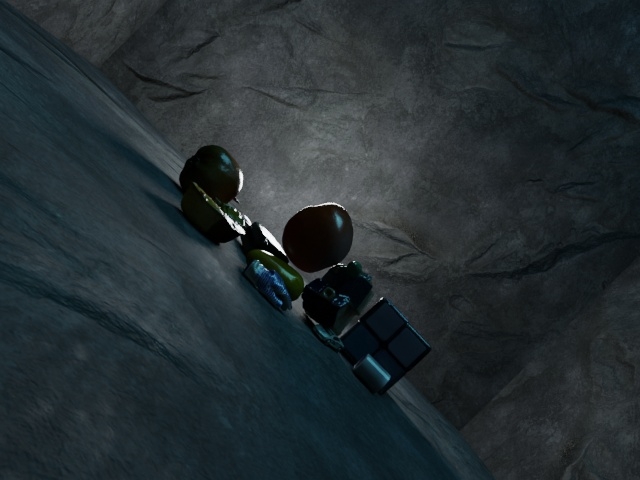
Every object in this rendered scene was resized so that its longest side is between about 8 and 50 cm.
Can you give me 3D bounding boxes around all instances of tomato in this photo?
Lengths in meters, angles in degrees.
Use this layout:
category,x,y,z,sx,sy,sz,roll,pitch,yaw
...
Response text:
category,x,y,z,sx,sy,sz,roll,pitch,yaw
tomato,0.000,0.000,2.271,0.273,0.341,0.341,65,9,26

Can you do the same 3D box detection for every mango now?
category,x,y,z,sx,sy,sz,roll,pitch,yaw
mango,-0.179,0.132,1.945,0.262,0.130,0.167,40,5,-1

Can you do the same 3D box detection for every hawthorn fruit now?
category,x,y,z,sx,sy,sz,roll,pitch,yaw
hawthorn fruit,-0.478,-0.267,2.273,0.301,0.268,0.268,52,-3,-30

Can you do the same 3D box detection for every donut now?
category,x,y,z,sx,sy,sz,roll,pitch,yaw
donut,-0.387,-0.067,1.821,0.295,0.112,0.151,44,4,-36

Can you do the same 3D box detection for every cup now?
category,x,y,z,sx,sy,sz,roll,pitch,yaw
cup,0.200,0.557,2.071,0.133,0.136,0.099,45,34,3

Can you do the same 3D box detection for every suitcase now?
category,x,y,z,sx,sy,sz,roll,pitch,yaw
suitcase,-0.263,0.041,2.319,0.202,0.128,0.312,48,2,-24

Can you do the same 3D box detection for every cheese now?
category,x,y,z,sx,sy,sz,roll,pitch,yaw
cheese,-0.442,-0.114,2.462,0.286,0.074,0.189,35,-22,-11

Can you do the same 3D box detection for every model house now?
category,x,y,z,sx,sy,sz,roll,pitch,yaw
model house,0.071,0.223,2.176,0.243,0.298,0.284,33,-13,19

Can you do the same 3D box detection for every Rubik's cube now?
category,x,y,z,sx,sy,sz,roll,pitch,yaw
Rubik's cube,0.296,0.484,2.329,0.313,0.318,0.316,47,1,14

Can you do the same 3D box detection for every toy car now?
category,x,y,z,sx,sy,sz,roll,pitch,yaw
toy car,0.035,0.401,2.089,0.095,0.056,0.205,46,-1,37

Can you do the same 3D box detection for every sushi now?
category,x,y,z,sx,sy,sz,roll,pitch,yaw
sushi,-0.400,-0.089,2.071,0.139,0.131,0.291,34,5,-24

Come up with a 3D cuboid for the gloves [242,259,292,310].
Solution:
category,x,y,z,sx,sy,sz,roll,pitch,yaw
gloves,-0.181,0.164,1.801,0.229,0.097,0.119,50,29,-9
